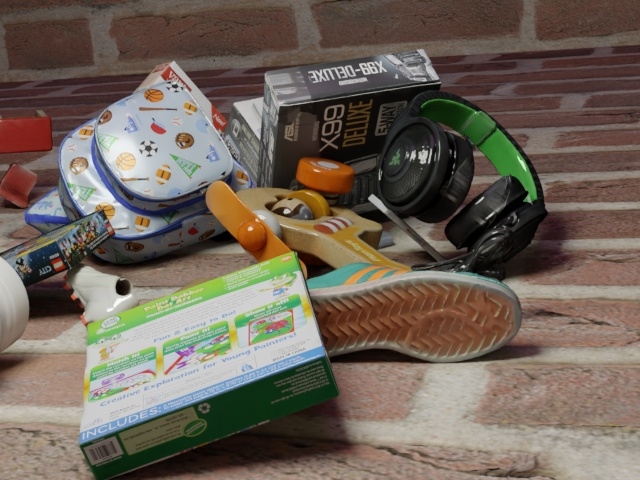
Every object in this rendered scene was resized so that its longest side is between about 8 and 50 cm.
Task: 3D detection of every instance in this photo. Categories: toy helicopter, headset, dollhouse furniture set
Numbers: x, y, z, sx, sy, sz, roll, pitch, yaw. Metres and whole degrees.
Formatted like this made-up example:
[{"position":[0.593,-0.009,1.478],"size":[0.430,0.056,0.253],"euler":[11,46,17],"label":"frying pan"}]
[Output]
[{"position":[0.000,0.000,1.569],"size":[0.235,0.140,0.355],"euler":[1,21,-37],"label":"toy helicopter"},{"position":[0.202,-0.069,1.563],"size":[0.185,0.243,0.394],"euler":[-44,16,38],"label":"headset"},{"position":[-0.673,-0.122,2.171],"size":[0.374,0.201,0.152],"euler":[-5,14,-22],"label":"dollhouse furniture set"}]

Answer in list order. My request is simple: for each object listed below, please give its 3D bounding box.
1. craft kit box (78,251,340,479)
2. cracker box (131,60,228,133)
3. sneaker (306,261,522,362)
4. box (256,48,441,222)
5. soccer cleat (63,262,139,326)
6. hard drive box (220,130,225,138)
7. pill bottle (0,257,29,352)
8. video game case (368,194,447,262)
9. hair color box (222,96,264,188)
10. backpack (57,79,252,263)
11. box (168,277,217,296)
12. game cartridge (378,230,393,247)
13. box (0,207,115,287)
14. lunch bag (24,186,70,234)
[{"position":[-0.120,0.120,1.221],"size":[0.249,0.061,0.247],"euler":[-19,27,0],"label":"craft kit box"},{"position":[-0.289,-0.179,2.091],"size":[0.067,0.156,0.232],"euler":[-3,46,53],"label":"cracker box"},{"position":[0.083,0.070,1.370],"size":[0.302,0.108,0.121],"euler":[-3,21,17],"label":"sneaker"},{"position":[0.032,-0.137,1.782],"size":[0.242,0.307,0.077],"euler":[-10,53,-15],"label":"box"},{"position":[-0.283,0.070,1.559],"size":[0.076,0.068,0.196],"euler":[-37,28,-6],"label":"soccer cleat"},{"position":[-0.156,-0.145,2.236],"size":[0.181,0.089,0.232],"euler":[-13,18,-20],"label":"hard drive box"},{"position":[-0.459,0.111,1.330],"size":[0.162,0.162,0.278],"euler":[1,17,22],"label":"pill bottle"},{"position":[0.122,-0.015,1.666],"size":[0.011,0.122,0.087],"euler":[-48,19,3],"label":"video game case"},{"position":[0.020,-0.175,2.095],"size":[0.338,0.110,0.185],"euler":[-15,57,-32],"label":"hair color box"},{"position":[-0.265,-0.097,1.822],"size":[0.263,0.276,0.213],"euler":[-30,-21,-17],"label":"backpack"},{"position":[-0.134,0.092,1.525],"size":[0.164,0.021,0.201],"euler":[3,17,23],"label":"box"},{"position":[0.072,-0.003,1.794],"size":[0.056,0.017,0.083],"euler":[-17,19,-23],"label":"game cartridge"},{"position":[-0.416,0.036,1.649],"size":[0.233,0.044,0.159],"euler":[-22,11,18],"label":"box"},{"position":[-0.391,-0.045,1.961],"size":[0.128,0.096,0.151],"euler":[1,8,23],"label":"lunch bag"}]
